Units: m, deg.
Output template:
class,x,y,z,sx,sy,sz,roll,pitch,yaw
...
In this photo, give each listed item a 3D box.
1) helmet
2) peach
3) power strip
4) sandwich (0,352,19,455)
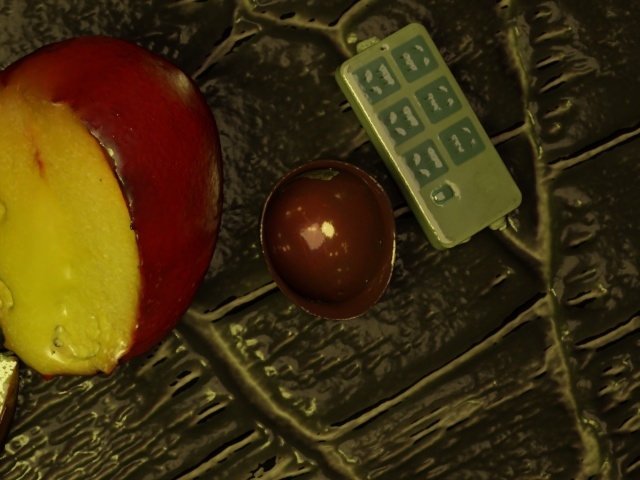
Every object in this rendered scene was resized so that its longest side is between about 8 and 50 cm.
class,x,y,z,sx,sy,sz,roll,pitch,yaw
helmet,0.000,0.000,1.784,0.155,0.106,0.175,-31,97,-14
peach,-0.237,-0.028,1.645,0.281,0.281,0.338,18,78,-13
power strip,0.123,-0.116,1.866,0.118,0.046,0.270,-31,93,-17
sandwich,-0.376,0.222,1.665,0.090,0.088,0.244,22,81,-3
